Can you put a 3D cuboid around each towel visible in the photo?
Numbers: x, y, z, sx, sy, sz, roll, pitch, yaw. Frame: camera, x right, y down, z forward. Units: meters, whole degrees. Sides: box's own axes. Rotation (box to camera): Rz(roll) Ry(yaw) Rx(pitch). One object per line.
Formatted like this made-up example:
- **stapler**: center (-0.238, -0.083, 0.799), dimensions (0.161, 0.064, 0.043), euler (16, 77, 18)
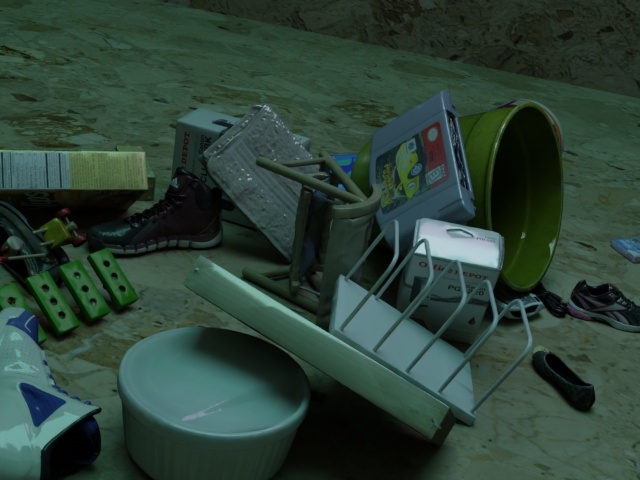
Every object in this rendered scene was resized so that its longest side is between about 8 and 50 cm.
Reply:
- **towel**: center (-0.091, -0.118, 2.003), dimensions (0.282, 0.187, 0.049), euler (48, -12, -14)

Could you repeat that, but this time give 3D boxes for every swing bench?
- **swing bench**: center (0.000, 0.000, 1.842), dimensions (0.165, 0.253, 0.254), euler (-10, 32, -37)

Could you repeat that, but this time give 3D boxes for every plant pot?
- **plant pot**: center (0.261, -0.094, 2.047), dimensions (0.353, 0.367, 0.366), euler (4, 18, 34)

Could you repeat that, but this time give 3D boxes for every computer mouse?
- **computer mouse**: center (0.401, 0.125, 1.988), dimensions (0.193, 0.042, 0.106), euler (-4, 32, -40)

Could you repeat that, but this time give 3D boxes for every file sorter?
- **file sorter**: center (0.178, 0.121, 1.635), dimensions (0.277, 0.173, 0.193), euler (33, 22, -10)

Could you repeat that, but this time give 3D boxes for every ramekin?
- **ramekin**: center (-0.154, 0.243, 1.415), dimensions (0.272, 0.127, 0.273), euler (8, 24, -4)

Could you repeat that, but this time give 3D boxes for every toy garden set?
- **toy garden set**: center (-0.456, 0.063, 1.690), dimensions (0.244, 0.049, 0.204), euler (-24, 78, -49)

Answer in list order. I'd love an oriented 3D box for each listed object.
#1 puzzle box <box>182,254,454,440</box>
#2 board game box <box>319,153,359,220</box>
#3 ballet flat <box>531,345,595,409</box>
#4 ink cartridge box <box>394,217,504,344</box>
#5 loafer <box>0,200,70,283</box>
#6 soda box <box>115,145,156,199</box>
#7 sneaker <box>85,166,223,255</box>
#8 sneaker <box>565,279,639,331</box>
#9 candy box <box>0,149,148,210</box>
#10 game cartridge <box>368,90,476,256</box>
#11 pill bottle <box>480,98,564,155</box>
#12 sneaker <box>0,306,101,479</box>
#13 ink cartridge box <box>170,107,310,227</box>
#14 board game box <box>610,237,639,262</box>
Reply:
- **puzzle box**: center (0.009, 0.168, 1.467), dimensions (0.409, 0.052, 0.272), euler (30, -7, 16)
- **board game box**: center (0.115, -0.122, 2.301), dimensions (0.210, 0.047, 0.160), euler (-5, 62, -29)
- **ballet flat**: center (0.428, 0.231, 1.758), dimensions (0.057, 0.049, 0.173), euler (-1, 27, -25)
- **ink cartridge box**: center (0.225, 0.075, 1.797), dimensions (0.158, 0.218, 0.092), euler (11, 45, 2)
- **loafer**: center (-0.563, 0.004, 1.813), dimensions (0.267, 0.096, 0.084), euler (28, 36, 30)
- **soda box**: center (-0.414, -0.152, 2.238), dimensions (0.061, 0.058, 0.181), euler (0, 27, -21)
- **sneaker**: center (-0.318, -0.067, 1.968), dimensions (0.281, 0.163, 0.106), euler (-6, 29, -32)
- **sneaker**: center (0.585, 0.127, 2.009), dimensions (0.178, 0.077, 0.072), euler (11, 26, -1)
- **candy box**: center (-0.518, -0.117, 1.989), dimensions (0.316, 0.088, 0.183), euler (-2, -10, -24)
- **game cartridge**: center (0.181, -0.123, 1.876), dimensions (0.060, 0.196, 0.294), euler (27, 43, -37)
- **pill bottle**: center (0.437, -0.212, 2.500), dimensions (0.224, 0.224, 0.392), euler (23, 28, 26)
- **sneaker**: center (-0.386, 0.235, 1.369), dimensions (0.182, 0.127, 0.315), euler (9, 31, -12)
- **ink cartridge box**: center (-0.177, -0.150, 2.159), dimensions (0.272, 0.197, 0.114), euler (17, 25, 17)
- **board game box**: center (0.744, 0.023, 2.359), dimensions (0.090, 0.020, 0.090), euler (-3, 28, -24)
